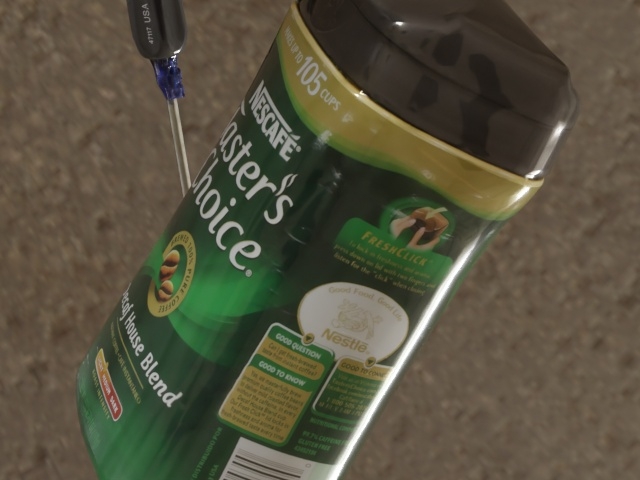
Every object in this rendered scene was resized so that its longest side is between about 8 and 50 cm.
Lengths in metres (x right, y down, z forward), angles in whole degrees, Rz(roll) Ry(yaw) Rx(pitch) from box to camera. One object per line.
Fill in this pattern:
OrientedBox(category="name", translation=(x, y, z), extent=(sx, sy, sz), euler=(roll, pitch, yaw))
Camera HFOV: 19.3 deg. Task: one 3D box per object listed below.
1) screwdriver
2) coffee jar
OrientedBox(category="screwdriver", translation=(-0.056, -0.046, 0.771), extent=(0.025, 0.024, 0.170), euler=(-16, 118, -6))
OrientedBox(category="coffee jar", translation=(0.000, 0.000, 0.568), extent=(0.079, 0.096, 0.184), euler=(23, 109, -26))
